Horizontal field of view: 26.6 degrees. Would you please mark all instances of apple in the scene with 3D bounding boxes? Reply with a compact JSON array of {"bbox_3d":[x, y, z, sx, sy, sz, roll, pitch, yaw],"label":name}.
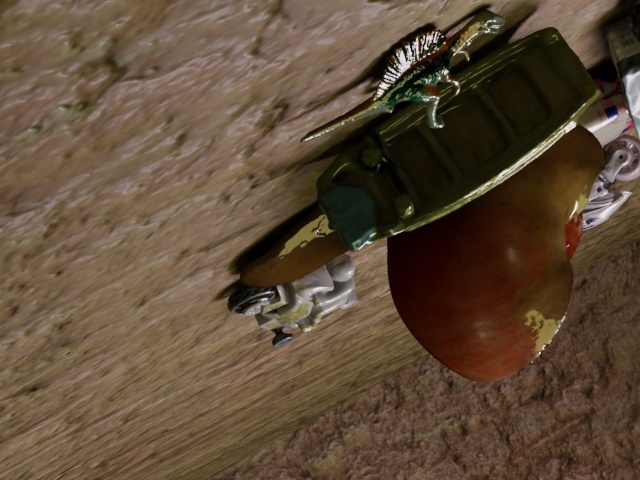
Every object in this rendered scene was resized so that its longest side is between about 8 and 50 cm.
[{"bbox_3d":[0.154,-0.016,1.425,0.251,0.163,0.293,-20,-132,61],"label":"apple"}]

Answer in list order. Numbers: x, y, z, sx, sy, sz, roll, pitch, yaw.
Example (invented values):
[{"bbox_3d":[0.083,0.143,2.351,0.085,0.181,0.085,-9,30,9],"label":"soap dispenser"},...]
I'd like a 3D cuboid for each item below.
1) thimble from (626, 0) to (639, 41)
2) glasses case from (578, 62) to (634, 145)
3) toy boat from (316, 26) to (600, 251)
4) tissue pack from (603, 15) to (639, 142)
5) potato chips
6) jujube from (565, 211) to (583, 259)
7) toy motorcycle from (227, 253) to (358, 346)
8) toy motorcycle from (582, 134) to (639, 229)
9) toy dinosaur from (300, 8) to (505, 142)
[{"bbox_3d":[0.368,-0.231,1.368,0.104,0.095,0.066,-35,167,10],"label":"thimble"},{"bbox_3d":[0.384,-0.184,1.655,0.327,0.076,0.125,-30,170,-6],"label":"glasses case"},{"bbox_3d":[0.127,-0.091,1.280,0.276,0.111,0.084,-34,174,6],"label":"toy boat"},{"bbox_3d":[0.453,-0.207,1.478,0.257,0.081,0.185,-20,147,12],"label":"tissue pack"},{"bbox_3d":[0.000,0.000,1.488,0.201,0.049,0.150,-30,166,3],"label":"potato chips"},{"bbox_3d":[0.217,-0.023,1.709,0.236,0.168,0.168,-4,155,-29],"label":"jujube"},{"bbox_3d":[-0.017,0.061,1.637,0.151,0.074,0.228,-30,160,16],"label":"toy motorcycle"},{"bbox_3d":[0.404,-0.068,2.115,0.254,0.112,0.112,-35,168,17],"label":"toy motorcycle"},{"bbox_3d":[0.074,-0.139,1.138,0.187,0.044,0.106,-12,147,-27],"label":"toy dinosaur"}]
